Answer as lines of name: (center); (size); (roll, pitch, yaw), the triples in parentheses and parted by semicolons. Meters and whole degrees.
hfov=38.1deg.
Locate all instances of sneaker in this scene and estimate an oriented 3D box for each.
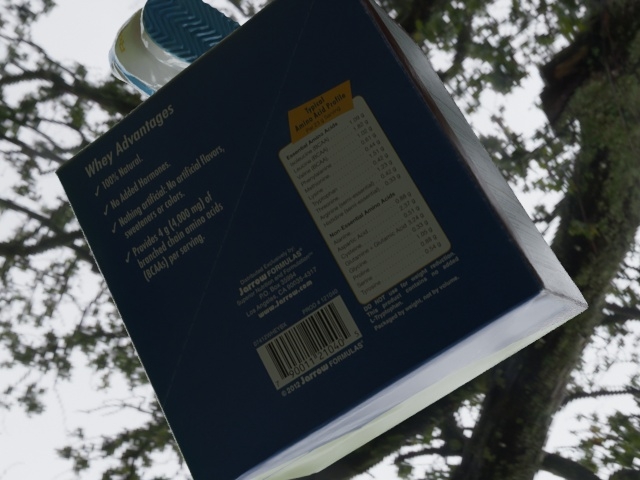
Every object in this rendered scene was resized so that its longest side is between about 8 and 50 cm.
sneaker: (-0.075, -0.126, 0.813); (0.092, 0.228, 0.087); (-23, -138, 47)

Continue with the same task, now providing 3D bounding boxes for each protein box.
protein box: (0.000, 0.000, 0.516); (0.199, 0.136, 0.201); (-34, -110, 16)
